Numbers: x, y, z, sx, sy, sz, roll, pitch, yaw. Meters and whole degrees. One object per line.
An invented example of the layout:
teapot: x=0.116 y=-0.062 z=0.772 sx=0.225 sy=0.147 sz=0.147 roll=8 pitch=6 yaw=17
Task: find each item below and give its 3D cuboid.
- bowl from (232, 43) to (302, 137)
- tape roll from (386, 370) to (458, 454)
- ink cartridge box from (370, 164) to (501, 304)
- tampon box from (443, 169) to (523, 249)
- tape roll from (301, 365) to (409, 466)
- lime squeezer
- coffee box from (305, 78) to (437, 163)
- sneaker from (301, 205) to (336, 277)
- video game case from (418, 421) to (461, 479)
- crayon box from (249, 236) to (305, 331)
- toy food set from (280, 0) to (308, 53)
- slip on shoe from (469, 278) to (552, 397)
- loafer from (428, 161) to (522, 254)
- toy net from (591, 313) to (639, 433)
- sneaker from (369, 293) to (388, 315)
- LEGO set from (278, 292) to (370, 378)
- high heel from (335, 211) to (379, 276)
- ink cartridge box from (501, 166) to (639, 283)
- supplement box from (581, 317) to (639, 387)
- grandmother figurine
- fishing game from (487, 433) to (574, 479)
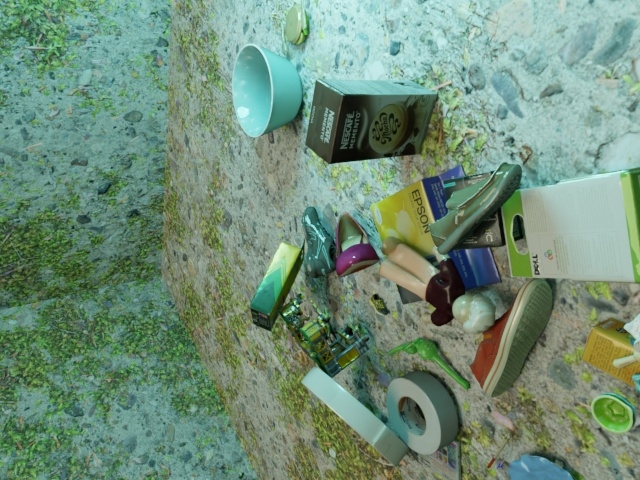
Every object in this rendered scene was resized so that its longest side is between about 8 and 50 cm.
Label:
bowl: x=-0.177 y=-0.526 z=1.665 sx=0.311 sy=0.163 sz=0.312 roll=24 pitch=120 yaw=51
tape roll: x=0.286 y=0.491 z=1.347 sx=0.219 sy=0.072 sz=0.219 roll=24 pitch=119 yaw=52
ink cartridge box: x=0.283 y=0.000 z=1.229 sx=0.307 sy=0.072 sz=0.304 roll=-29 pitch=76 yaw=58
tampon box: x=0.359 y=-0.068 z=1.041 sx=0.120 sy=0.101 sz=0.161 roll=-6 pitch=96 yaw=48
tape roll: x=0.104 y=0.549 z=1.481 sx=0.392 sy=0.072 sz=0.392 roll=39 pitch=165 yaw=13
lime squeezer: x=0.291 y=0.325 z=1.353 sx=0.310 sy=0.059 sz=0.110 roll=8 pitch=139 yaw=55
coffee box: x=0.124 y=-0.297 z=1.156 sx=0.119 sy=0.297 sz=0.168 roll=45 pitch=135 yaw=41
sneaker: x=0.000 y=0.000 z=1.651 sx=0.101 sy=0.106 sz=0.267 roll=46 pitch=-146 yaw=-65
video game case: x=0.346 y=0.622 z=1.381 sx=0.157 sy=0.019 sz=0.143 roll=11 pitch=109 yaw=56
crayon box: x=-0.149 y=0.146 z=1.693 sx=0.081 sy=0.319 sz=0.202 roll=22 pitch=154 yaw=7
toy food set: x=-0.080 y=-0.720 z=1.578 sx=0.192 sy=0.038 sz=0.132 roll=-9 pitch=86 yaw=63
slip on shoe: x=0.416 y=0.213 z=1.056 sx=0.101 sy=0.123 sz=0.331 roll=48 pitch=142 yaw=43
loafer: x=0.300 y=-0.072 z=0.956 sx=0.087 sy=0.094 sz=0.251 roll=52 pitch=132 yaw=19
toy net: x=0.543 y=0.231 z=0.782 sx=0.122 sy=0.045 sz=0.232 roll=28 pitch=121 yaw=50
sneaker: x=0.183 y=0.202 z=1.477 sx=0.083 sy=0.031 sz=0.035 roll=46 pitch=135 yaw=39
LEGO set: x=0.020 y=0.293 z=1.597 sx=0.255 sy=0.192 sz=0.331 roll=60 pitch=163 yaw=-11
high heel: x=0.077 y=-0.001 z=1.343 sx=0.377 sy=0.127 sz=0.181 roll=30 pitch=-142 yaw=-87
ink cartridge box: x=0.483 y=-0.025 z=0.887 sx=0.255 sy=0.097 sz=0.189 roll=-4 pitch=98 yaw=59
supplement box: x=0.593 y=0.224 z=0.817 sx=0.233 sy=0.078 sz=0.080 roll=27 pitch=122 yaw=50
grandmother figurine: x=0.275 y=0.118 z=1.132 sx=0.342 sy=0.104 sz=0.208 roll=35 pitch=138 yaw=51
fishing game: x=0.522 y=0.573 z=1.079 sx=0.264 sy=0.041 sz=0.189 roll=38 pitch=131 yaw=35
